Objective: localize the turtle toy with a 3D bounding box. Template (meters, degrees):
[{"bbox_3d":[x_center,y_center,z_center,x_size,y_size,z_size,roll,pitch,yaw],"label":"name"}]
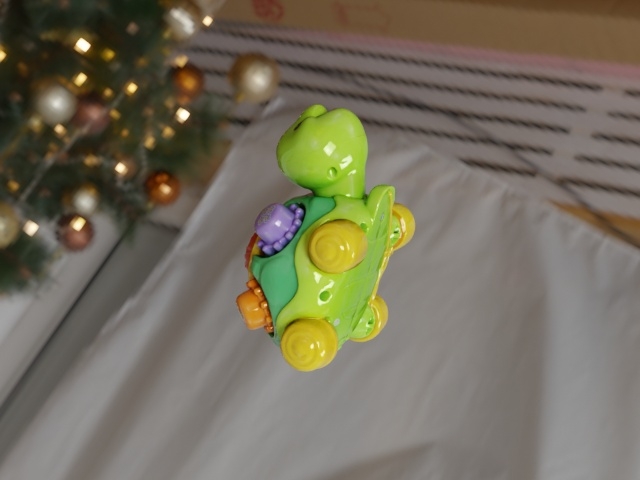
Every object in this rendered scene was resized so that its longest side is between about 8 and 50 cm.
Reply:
[{"bbox_3d":[0.000,0.000,0.699,0.066,0.130,0.095,20,-165,19],"label":"turtle toy"}]
